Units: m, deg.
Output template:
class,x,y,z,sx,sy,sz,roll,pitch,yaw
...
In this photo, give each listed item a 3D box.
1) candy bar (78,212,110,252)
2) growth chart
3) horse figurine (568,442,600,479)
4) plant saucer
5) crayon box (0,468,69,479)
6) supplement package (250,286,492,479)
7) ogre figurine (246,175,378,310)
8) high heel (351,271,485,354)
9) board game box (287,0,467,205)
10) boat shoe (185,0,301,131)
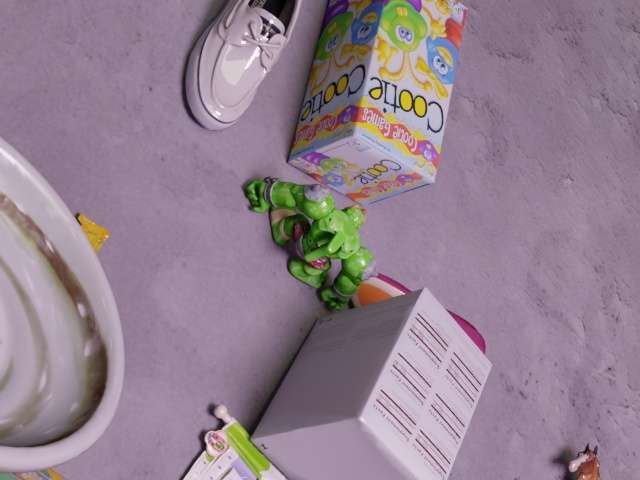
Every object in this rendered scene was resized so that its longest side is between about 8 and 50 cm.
class,x,y,z,sx,sy,sz,roll,pitch,yaw
candy bar,-0.281,0.042,1.140,0.040,0.018,0.161,38,59,-22
growth chart,-0.117,0.333,1.207,0.172,0.021,0.237,45,56,-24
horse figurine,0.382,0.457,1.556,0.174,0.066,0.263,-24,93,-34
plant saucer,-0.352,0.044,0.967,0.400,0.100,0.400,47,22,-26
crayon box,-0.251,0.306,0.978,0.323,0.203,0.083,40,96,-22
supplement package,0.064,0.194,1.258,0.149,0.194,0.203,48,48,-20
ogre figurine,0.000,0.000,1.313,0.097,0.118,0.197,-23,95,-40
high heel,0.135,0.098,1.445,0.244,0.082,0.117,35,30,-14
board game box,0.079,-0.210,1.408,0.142,0.144,0.275,27,63,-31
boat shoe,-0.083,-0.258,1.323,0.096,0.088,0.267,40,57,-26
